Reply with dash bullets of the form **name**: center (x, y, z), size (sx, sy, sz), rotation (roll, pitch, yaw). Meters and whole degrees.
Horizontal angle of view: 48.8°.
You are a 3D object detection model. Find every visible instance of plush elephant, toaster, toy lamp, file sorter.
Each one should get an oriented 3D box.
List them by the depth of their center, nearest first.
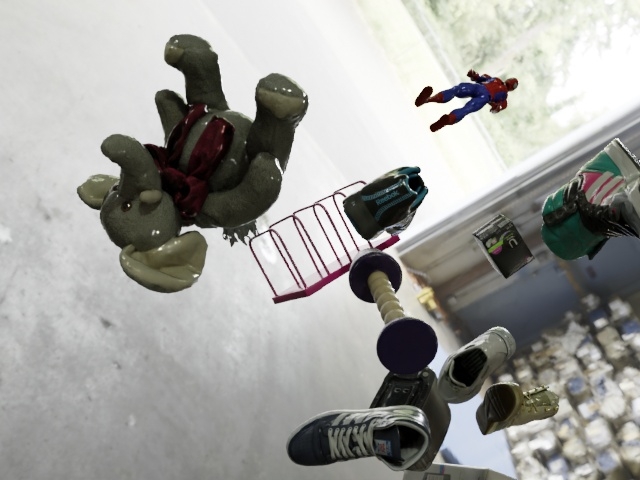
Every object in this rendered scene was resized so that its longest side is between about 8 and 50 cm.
- **toy lamp**: center (0.083, 0.076, 0.910), size (0.080, 0.080, 0.275), rotation (53, 8, -17)
- **plush elephant**: center (-0.196, -0.085, 0.956), size (0.255, 0.330, 0.271), rotation (-28, 50, -33)
- **toaster**: center (0.187, 0.384, 1.498), size (0.147, 0.129, 0.227), rotation (59, 45, -25)
- **file sorter**: center (0.000, 0.000, 1.715), size (0.182, 0.290, 0.202), rotation (62, -27, -4)

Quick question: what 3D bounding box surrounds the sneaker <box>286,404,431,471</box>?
- **sneaker**: center (0.071, 0.377, 1.318), size (0.153, 0.282, 0.099), rotation (-112, -170, -89)

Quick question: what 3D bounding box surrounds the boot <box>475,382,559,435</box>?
- **boot**: center (0.435, 0.346, 1.507), size (0.213, 0.165, 0.077), rotation (99, -22, -56)

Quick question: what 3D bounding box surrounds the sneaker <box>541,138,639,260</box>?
- **sneaker**: center (0.419, -0.027, 1.044), size (0.123, 0.178, 0.296), rotation (38, 27, -10)

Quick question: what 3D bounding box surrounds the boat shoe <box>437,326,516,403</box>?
- **boat shoe**: center (0.247, 0.224, 1.225), size (0.075, 0.226, 0.083), rotation (-19, 59, -34)

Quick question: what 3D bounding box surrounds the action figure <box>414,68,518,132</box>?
- **action figure**: center (0.118, -0.109, 0.533), size (0.115, 0.030, 0.038), rotation (-24, 77, -44)

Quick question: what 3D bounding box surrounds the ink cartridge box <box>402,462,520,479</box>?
- **ink cartridge box**: center (0.353, 0.595, 1.595), size (0.226, 0.306, 0.131), rotation (24, 67, -19)

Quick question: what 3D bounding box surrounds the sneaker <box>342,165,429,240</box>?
- **sneaker**: center (0.164, -0.083, 1.412), size (0.125, 0.139, 0.341), rotation (58, 22, -1)

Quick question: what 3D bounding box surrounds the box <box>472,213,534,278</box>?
- **box**: center (0.307, 0.010, 1.188), size (0.083, 0.062, 0.052), rotation (54, 3, -19)
